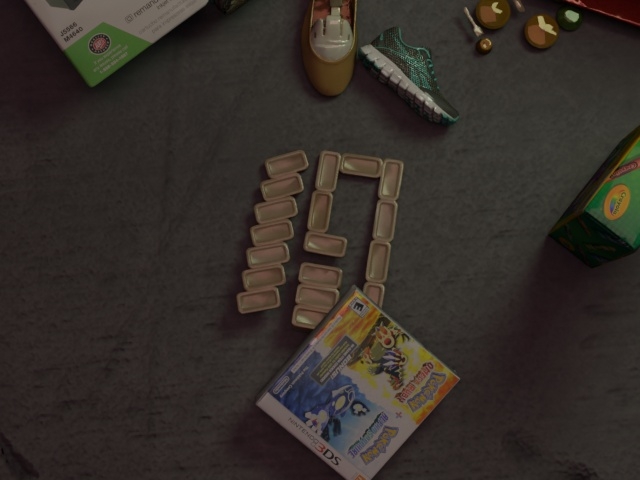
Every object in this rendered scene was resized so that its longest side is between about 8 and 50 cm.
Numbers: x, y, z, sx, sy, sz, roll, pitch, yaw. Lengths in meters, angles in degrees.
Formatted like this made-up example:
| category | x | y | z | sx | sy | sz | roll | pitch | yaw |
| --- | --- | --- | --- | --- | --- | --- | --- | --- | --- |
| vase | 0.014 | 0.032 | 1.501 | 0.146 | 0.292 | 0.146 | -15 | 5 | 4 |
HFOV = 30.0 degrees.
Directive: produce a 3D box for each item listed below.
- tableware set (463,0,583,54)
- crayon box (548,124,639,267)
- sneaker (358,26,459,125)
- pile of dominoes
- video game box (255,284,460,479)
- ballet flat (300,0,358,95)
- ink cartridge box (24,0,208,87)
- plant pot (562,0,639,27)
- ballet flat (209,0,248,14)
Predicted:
| category | x | y | z | sx | sy | sz | roll | pitch | yaw |
| --- | --- | --- | --- | --- | --- | --- | --- | --- | --- |
| tableware set | 0.281 | -0.307 | 1.651 | 0.154 | 0.024 | 0.104 | -28 | 88 | -2 |
| crayon box | 0.384 | -0.061 | 1.498 | 0.081 | 0.278 | 0.165 | 39 | 88 | 5 |
| sneaker | 0.133 | -0.227 | 1.629 | 0.166 | 0.065 | 0.076 | 42 | 84 | 3 |
| pile of dominoes | 0.000 | 0.000 | 1.636 | 0.196 | 0.040 | 0.251 | 9 | 78 | 3 |
| video game box | 0.048 | 0.196 | 1.578 | 0.187 | 0.048 | 0.205 | 40 | 94 | -9 |
| ballet flat | 0.014 | -0.317 | 1.631 | 0.080 | 0.073 | 0.232 | 2 | 86 | 0 |
| ink cartridge box | -0.310 | -0.372 | 1.580 | 0.198 | 0.115 | 0.273 | -37 | 108 | -1 |
| plant pot | 0.460 | -0.445 | 1.544 | 0.267 | 0.267 | 0.236 | 19 | 69 | 0 |
| ballet flat | -0.033 | -0.536 | 1.608 | 0.182 | 0.164 | 0.483 | 7 | 82 | 4 |
